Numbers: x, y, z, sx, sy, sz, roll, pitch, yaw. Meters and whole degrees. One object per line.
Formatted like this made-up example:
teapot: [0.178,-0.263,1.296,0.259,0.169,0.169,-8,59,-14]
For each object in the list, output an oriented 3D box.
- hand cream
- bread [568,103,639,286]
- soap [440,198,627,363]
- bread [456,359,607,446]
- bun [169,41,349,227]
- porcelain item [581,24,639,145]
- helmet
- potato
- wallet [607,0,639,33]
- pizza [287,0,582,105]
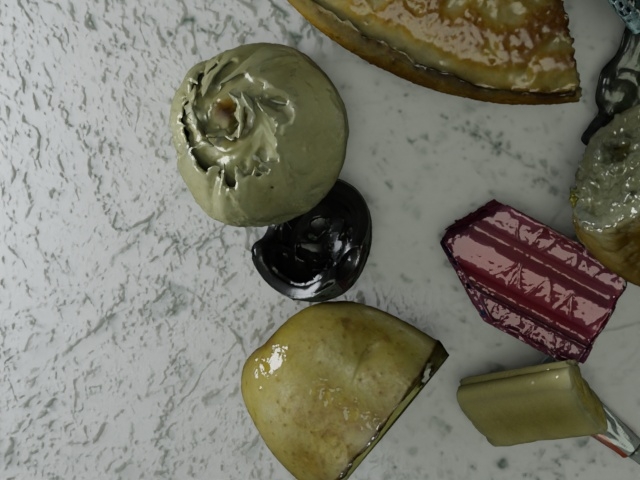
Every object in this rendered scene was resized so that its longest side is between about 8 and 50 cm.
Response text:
hand cream: [0.395,0.257,1.532,0.216,0.038,0.052,41,77,1]
bread: [0.429,-0.050,1.366,0.246,0.195,0.176,30,145,-27]
soap: [0.284,0.047,1.457,0.250,0.099,0.162,29,102,-3]
bread: [0.297,0.231,1.477,0.178,0.060,0.139,-15,129,32]
bun: [-0.091,-0.140,1.382,0.259,0.152,0.259,-2,85,21]
porcelain item: [0.417,-0.220,1.406,0.081,0.069,0.215,22,102,-8]
helmet: [0.001,0.012,1.459,0.153,0.107,0.177,23,73,29]
potato: [0.012,0.200,1.457,0.242,0.242,0.285,35,118,-4]
wallet: [0.357,-0.419,1.301,0.342,0.237,0.075,50,144,-11]
pizza: [0.188,-0.397,1.364,0.440,0.130,0.406,23,89,-3]
